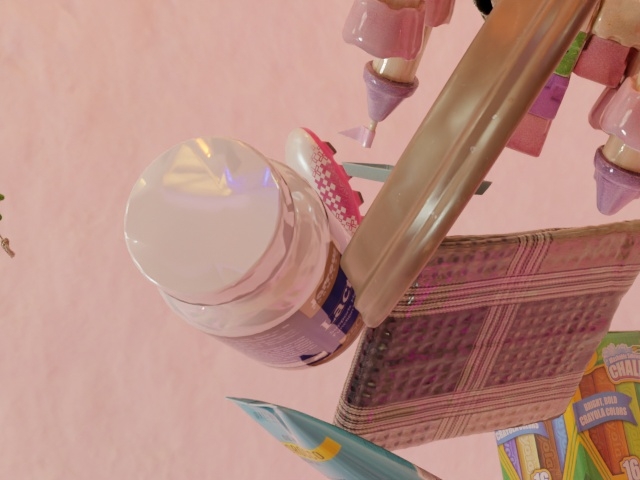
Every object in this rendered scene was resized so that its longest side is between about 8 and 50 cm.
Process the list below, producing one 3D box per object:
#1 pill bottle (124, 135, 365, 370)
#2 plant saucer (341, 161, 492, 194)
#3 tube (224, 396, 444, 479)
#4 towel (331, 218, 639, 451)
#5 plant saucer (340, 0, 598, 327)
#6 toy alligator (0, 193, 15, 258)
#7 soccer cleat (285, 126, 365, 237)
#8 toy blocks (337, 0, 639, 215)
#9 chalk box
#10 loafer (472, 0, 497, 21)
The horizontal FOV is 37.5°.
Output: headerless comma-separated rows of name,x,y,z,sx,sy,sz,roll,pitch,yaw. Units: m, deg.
pill bottle,-0.053,0.018,0.803,0.153,0.265,0.153,-4,73,14
plant saucer,0.098,-0.067,1.009,0.067,0.192,0.018,1,98,-30
tube,0.023,0.170,0.729,0.207,0.080,0.052,36,64,-26
towel,0.179,0.102,1.017,0.324,0.056,0.312,-4,130,-25
plant saucer,0.088,-0.077,0.530,0.041,0.278,0.278,32,94,2
toy alligator,-0.453,-0.064,1.267,0.051,0.056,0.190,-41,116,-19
soccer cleat,0.000,0.000,1.397,0.143,0.116,0.331,-30,114,-16
toy blocks,0.185,-0.166,0.850,0.288,0.309,0.260,21,123,8
chalk box,0.365,0.225,1.373,0.180,0.179,0.289,-1,75,-31
loafer,0.293,-0.418,1.571,0.092,0.268,0.102,-10,92,-1
